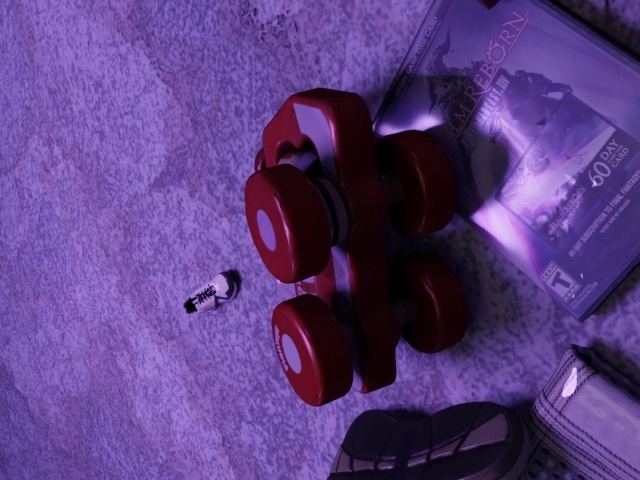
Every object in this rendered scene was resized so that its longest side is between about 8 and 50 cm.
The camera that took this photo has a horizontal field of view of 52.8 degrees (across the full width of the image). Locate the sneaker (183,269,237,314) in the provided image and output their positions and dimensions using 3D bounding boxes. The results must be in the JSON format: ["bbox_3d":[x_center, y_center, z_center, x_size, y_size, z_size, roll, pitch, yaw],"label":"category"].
[{"bbox_3d":[-0.156,0.078,0.913,0.109,0.043,0.040,-42,72,41],"label":"sneaker"}]

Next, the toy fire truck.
[{"bbox_3d":[0.000,0.000,0.653,0.254,0.169,0.302,28,133,57],"label":"toy fire truck"}]

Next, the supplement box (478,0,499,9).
[{"bbox_3d":[0.089,-0.283,0.496,0.081,0.104,0.188,-43,69,20],"label":"supplement box"}]

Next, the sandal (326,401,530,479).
[{"bbox_3d":[0.100,0.242,0.669,0.086,0.120,0.302,40,146,-17],"label":"sandal"}]

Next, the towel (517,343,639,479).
[{"bbox_3d":[0.283,0.299,0.549,0.324,0.056,0.312,37,126,29],"label":"towel"}]

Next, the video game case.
[{"bbox_3d":[0.175,-0.091,0.549,0.274,0.026,0.196,45,130,23],"label":"video game case"}]
